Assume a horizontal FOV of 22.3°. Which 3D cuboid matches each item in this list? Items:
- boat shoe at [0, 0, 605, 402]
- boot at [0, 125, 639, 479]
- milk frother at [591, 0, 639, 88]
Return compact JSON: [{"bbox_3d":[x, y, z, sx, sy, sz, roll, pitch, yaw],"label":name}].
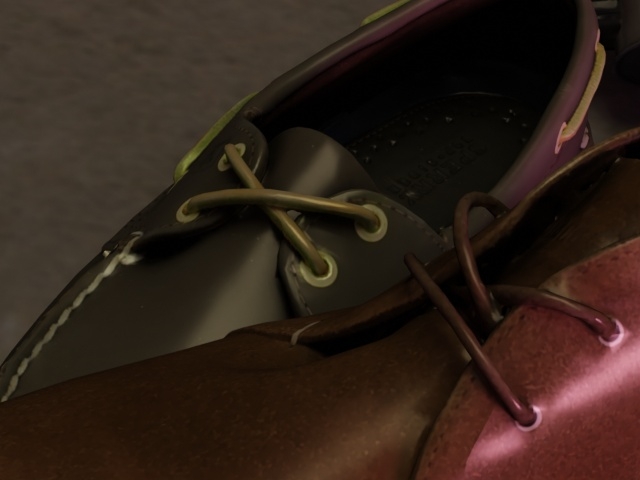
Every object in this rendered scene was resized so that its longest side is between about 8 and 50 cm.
[{"bbox_3d":[-0.004,-0.002,0.530,0.109,0.091,0.305,30,45,23],"label":"boat shoe"},{"bbox_3d":[0.026,0.029,0.360,0.305,0.115,0.112,-12,45,-23],"label":"boot"},{"bbox_3d":[0.148,-0.130,0.712,0.129,0.143,0.135,-10,75,24],"label":"milk frother"}]
